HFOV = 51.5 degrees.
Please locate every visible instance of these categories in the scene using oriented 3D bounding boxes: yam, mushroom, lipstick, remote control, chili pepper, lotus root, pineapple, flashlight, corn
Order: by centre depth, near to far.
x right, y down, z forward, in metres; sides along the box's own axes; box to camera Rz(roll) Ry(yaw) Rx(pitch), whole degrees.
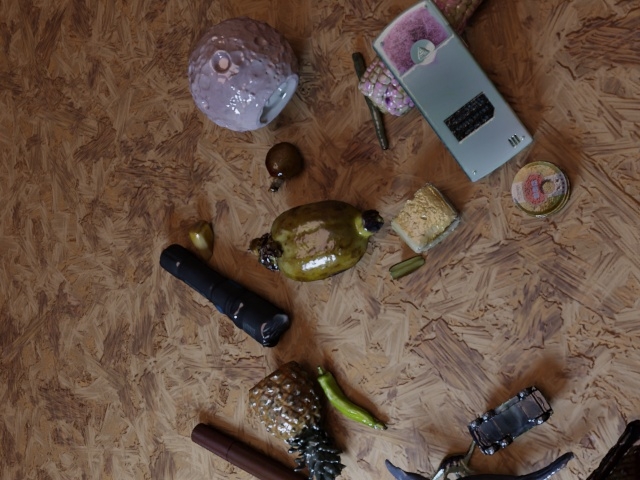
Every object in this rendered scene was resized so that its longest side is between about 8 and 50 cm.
[{"bbox_3d":[0.247,-0.286,1.261,0.145,0.050,0.344,-35,91,17],"label":"remote control"},{"bbox_3d":[0.210,-0.403,1.329,0.127,0.126,0.335,47,112,26],"label":"corn"},{"bbox_3d":[0.113,-0.307,1.453,0.027,0.029,0.234,-34,70,58],"label":"yam"},{"bbox_3d":[0.000,0.000,1.454,0.314,0.141,0.170,-14,84,24],"label":"lotus root"},{"bbox_3d":[0.060,0.361,1.468,0.208,0.043,0.049,40,85,23],"label":"chili pepper"},{"bbox_3d":[-0.038,0.413,1.481,0.158,0.157,0.279,-43,77,26],"label":"pineapple"},{"bbox_3d":[-0.094,-0.166,1.565,0.088,0.073,0.130,21,107,-1],"label":"mushroom"},{"bbox_3d":[-0.173,0.534,1.613,0.356,0.057,0.057,16,98,33],"label":"lipstick"},{"bbox_3d":[-0.253,0.125,1.652,0.423,0.103,0.103,29,105,32],"label":"flashlight"}]

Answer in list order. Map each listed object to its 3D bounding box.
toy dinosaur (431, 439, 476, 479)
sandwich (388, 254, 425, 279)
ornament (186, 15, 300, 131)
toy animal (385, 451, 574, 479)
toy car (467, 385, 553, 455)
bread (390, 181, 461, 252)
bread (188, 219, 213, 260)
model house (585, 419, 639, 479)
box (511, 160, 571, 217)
[{"bbox_3d":[0.268,0.456,1.323,0.180,0.037,0.058,-43,46,19],"label":"toy dinosaur"},{"bbox_3d":[0.177,0.059,1.392,0.044,0.083,0.031,121,127,-71],"label":"sandwich"},{"bbox_3d":[-0.180,-0.383,1.515,0.225,0.259,0.259,39,112,6],"label":"ornament"},{"bbox_3d":[0.307,0.502,1.244,0.366,0.081,0.206,-14,95,30],"label":"toy animal"},{"bbox_3d":[0.358,0.335,1.244,0.165,0.062,0.071,-43,67,26],"label":"toy car"},{"bbox_3d":[0.213,-0.041,1.345,0.125,0.082,0.106,-43,76,15],"label":"bread"},{"bbox_3d":[-0.306,-0.003,1.726,0.049,0.103,0.062,7,50,24],"label":"bread"},{"bbox_3d":[0.573,0.465,1.034,0.317,0.297,0.282,44,130,-14],"label":"model house"},{"bbox_3d":[0.410,-0.095,1.233,0.105,0.037,0.106,-1,89,34],"label":"box"}]
